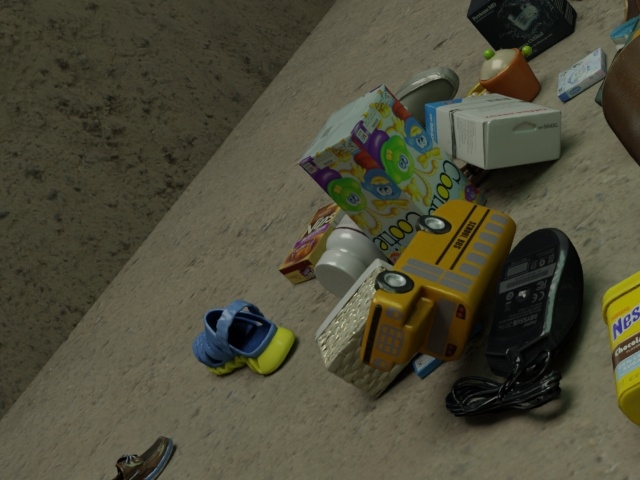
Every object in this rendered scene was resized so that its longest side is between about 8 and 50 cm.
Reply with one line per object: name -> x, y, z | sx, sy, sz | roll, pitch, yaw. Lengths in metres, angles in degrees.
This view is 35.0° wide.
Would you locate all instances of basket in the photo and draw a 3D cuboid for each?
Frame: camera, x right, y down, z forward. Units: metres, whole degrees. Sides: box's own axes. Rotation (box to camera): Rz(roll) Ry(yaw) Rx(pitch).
basket -> 0.084, 0.133, 1.513 | 0.167, 0.113, 0.103 | -53, 18, 19

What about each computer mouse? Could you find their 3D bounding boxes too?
computer mouse -> 0.270, 0.109, 1.295 | 0.188, 0.072, 0.272 | -22, 39, 52

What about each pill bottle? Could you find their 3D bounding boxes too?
pill bottle -> 0.086, -0.005, 1.834 | 0.121, 0.121, 0.221 | -17, 33, 55

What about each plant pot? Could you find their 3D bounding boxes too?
plant pot -> 0.466, -0.120, 1.189 | 0.215, 0.215, 0.230 | -36, 35, 25

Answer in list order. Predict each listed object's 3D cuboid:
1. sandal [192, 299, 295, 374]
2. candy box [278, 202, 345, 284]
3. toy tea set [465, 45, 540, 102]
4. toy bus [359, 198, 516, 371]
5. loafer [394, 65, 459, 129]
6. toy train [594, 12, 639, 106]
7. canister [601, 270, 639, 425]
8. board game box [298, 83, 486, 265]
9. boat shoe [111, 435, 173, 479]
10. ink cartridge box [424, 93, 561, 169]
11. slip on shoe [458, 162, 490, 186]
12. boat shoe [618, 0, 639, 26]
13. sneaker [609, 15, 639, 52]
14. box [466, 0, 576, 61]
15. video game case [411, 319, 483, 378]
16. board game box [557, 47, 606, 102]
sandal -> -0.173, 0.179, 1.971 | 0.317, 0.138, 0.126 | -18, 34, 57
candy box -> 0.000, 0.000, 2.119 | 0.109, 0.053, 0.186 | -22, 27, 51
toy tea set -> 0.277, -0.240, 1.927 | 0.200, 0.124, 0.336 | -16, 33, 55
toy bus -> 0.163, 0.060, 1.383 | 0.332, 0.130, 0.108 | -49, -25, -56
loafer -> 0.178, -0.255, 2.217 | 0.319, 0.112, 0.111 | -42, 22, 34
toy train -> 0.513, -0.301, 1.433 | 0.190, 0.142, 0.334 | -143, 76, -77
canister -> 0.367, 0.105, 1.077 | 0.126, 0.073, 0.170 | -35, 22, 28
board game box -> 0.124, -0.098, 1.707 | 0.142, 0.275, 0.144 | -24, 27, 47
boat shoe -> -0.351, 0.434, 1.904 | 0.183, 0.066, 0.066 | -52, 20, -21
ink cartridge box -> 0.287, -0.186, 1.706 | 0.148, 0.086, 0.203 | -10, 19, -19
slip on shoe -> 0.267, -0.118, 1.826 | 0.135, 0.051, 0.041 | -47, -22, 19
boat shoe -> 0.559, -0.387, 1.738 | 0.073, 0.073, 0.207 | -25, 33, 42
sneaker -> 0.563, -0.327, 1.580 | 0.229, 0.092, 0.087 | -26, 15, -5
box -> 0.409, -0.460, 2.068 | 0.156, 0.158, 0.093 | -32, 22, 36
video game case -> 0.178, 0.128, 1.522 | 0.119, 0.015, 0.166 | -42, 19, 10
board game box -> 0.466, -0.295, 1.810 | 0.090, 0.020, 0.090 | -33, 21, 32
